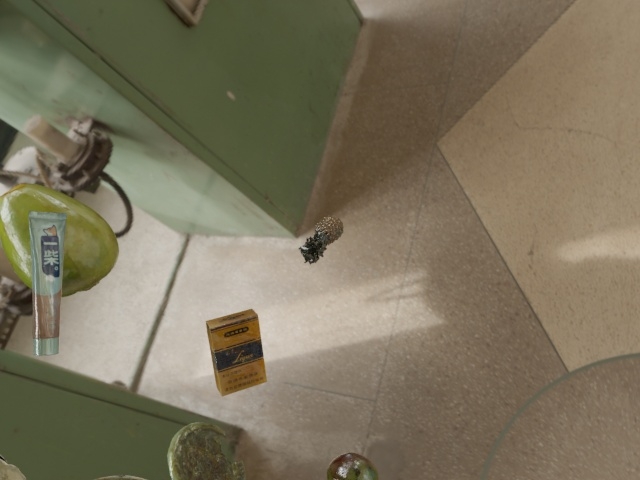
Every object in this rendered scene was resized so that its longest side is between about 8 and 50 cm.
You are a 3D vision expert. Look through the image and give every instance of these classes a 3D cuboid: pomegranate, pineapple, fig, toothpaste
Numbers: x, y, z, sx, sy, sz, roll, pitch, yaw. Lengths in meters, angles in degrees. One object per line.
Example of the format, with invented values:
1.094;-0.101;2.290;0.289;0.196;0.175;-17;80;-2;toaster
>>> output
0.063;0.588;1.412;0.159;0.129;0.129;-27;46;-23;pomegranate
0.000;0.000;1.489;0.074;0.074;0.159;4;37;33;pineapple
-0.694;-0.007;1.524;0.258;0.326;0.258;-38;12;9;fig
-0.394;0.061;0.842;0.036;0.056;0.205;0;88;37;toothpaste

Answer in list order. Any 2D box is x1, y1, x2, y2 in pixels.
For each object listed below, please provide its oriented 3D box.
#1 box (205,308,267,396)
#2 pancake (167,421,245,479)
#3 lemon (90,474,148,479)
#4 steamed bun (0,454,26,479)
-0.256;0.341;1.785;0.152;0.237;0.070;-13;22;-22;box
-0.289;0.582;1.492;0.037;0.254;0.253;-39;50;24;pancake
-0.427;0.624;1.179;0.297;0.297;0.297;-15;58;25;lemon
-0.560;0.490;0.801;0.237;0.394;0.346;47;138;8;steamed bun
